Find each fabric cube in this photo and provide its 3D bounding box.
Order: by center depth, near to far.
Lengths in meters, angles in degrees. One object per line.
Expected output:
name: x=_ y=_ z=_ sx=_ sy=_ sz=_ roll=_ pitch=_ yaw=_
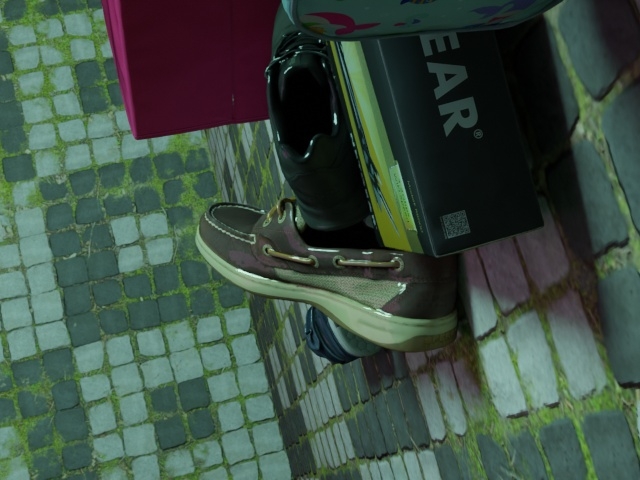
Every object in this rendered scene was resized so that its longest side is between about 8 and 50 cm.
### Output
fabric cube: x=-0.132 y=-0.315 z=1.110 sx=0.258 sy=0.259 sz=0.254 roll=96 pitch=159 yaw=-52

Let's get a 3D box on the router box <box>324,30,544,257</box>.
router box: x=0.060 y=-0.147 z=0.709 sx=0.243 sy=0.081 sz=0.309 roll=-170 pitch=64 yaw=-85

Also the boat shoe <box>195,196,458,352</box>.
boat shoe: x=0.000 y=0.000 z=0.957 sx=0.342 sy=0.123 sz=0.123 roll=24 pitch=119 yaw=41

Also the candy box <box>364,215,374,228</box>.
candy box: x=0.023 y=-0.111 z=1.043 sx=0.165 sy=0.070 sz=0.196 roll=94 pitch=159 yaw=-55

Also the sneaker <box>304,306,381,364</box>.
sneaker: x=0.009 y=0.059 z=1.258 sx=0.163 sy=0.086 sz=0.226 roll=127 pitch=128 yaw=-72

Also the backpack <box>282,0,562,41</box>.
backpack: x=0.048 y=-0.202 z=0.440 sx=0.253 sy=0.225 sz=0.191 roll=153 pitch=107 yaw=-73

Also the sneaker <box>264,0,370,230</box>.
sneaker: x=-0.003 y=-0.155 z=0.895 sx=0.130 sy=0.109 sz=0.286 roll=54 pitch=-159 yaw=-54
